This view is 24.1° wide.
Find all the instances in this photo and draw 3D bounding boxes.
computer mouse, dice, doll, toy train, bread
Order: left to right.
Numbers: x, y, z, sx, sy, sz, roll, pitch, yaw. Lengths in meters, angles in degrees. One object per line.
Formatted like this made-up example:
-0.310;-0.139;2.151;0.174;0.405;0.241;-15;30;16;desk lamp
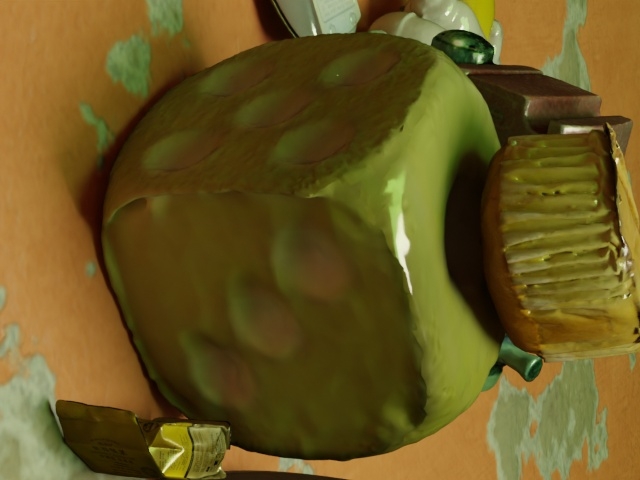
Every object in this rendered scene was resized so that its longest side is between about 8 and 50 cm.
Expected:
-0.020;-0.252;1.245;0.102;0.045;0.199;-41;119;-53;computer mouse
0.000;0.000;1.082;0.227;0.233;0.238;-58;140;-48;dice
0.102;-0.161;1.417;0.237;0.111;0.252;-55;152;-25;doll
0.119;-0.014;1.259;0.150;0.221;0.304;-7;118;-45;toy train
0.171;0.006;1.048;0.190;0.114;0.132;67;22;-55;bread

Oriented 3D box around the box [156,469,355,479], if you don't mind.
0.010;0.291;1.046;0.301;0.301;0.216;5;90;-63;box

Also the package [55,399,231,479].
-0.121;0.139;1.020;0.131;0.071;0.047;22;74;-63;package
